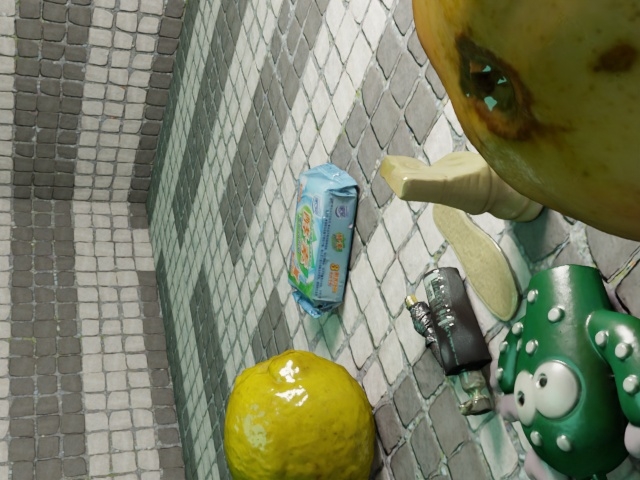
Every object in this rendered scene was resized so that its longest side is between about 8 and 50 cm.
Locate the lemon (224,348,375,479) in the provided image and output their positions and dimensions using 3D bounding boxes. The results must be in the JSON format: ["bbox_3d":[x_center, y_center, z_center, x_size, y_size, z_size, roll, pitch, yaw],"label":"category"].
[{"bbox_3d":[-0.034,0.355,1.266,0.316,0.285,0.285,65,152,7],"label":"lemon"}]

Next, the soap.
[{"bbox_3d":[0.000,0.000,1.419,0.156,0.077,0.293,-146,59,-63],"label":"soap"}]

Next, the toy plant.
[{"bbox_3d":[0.266,0.152,0.760,0.243,0.113,0.232,-104,29,-44],"label":"toy plant"}]

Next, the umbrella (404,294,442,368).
[{"bbox_3d":[0.166,0.136,1.080,0.037,0.040,0.144,-64,37,31],"label":"umbrella"}]

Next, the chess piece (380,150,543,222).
[{"bbox_3d":[0.171,-0.070,0.876,0.090,0.201,0.090,-178,90,-66],"label":"chess piece"}]

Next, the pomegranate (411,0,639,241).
[{"bbox_3d":[0.267,-0.194,0.478,0.411,0.412,0.411,-179,90,-67],"label":"pomegranate"}]

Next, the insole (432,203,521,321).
[{"bbox_3d":[0.212,0.014,1.013,0.247,0.011,0.081,-116,35,-47],"label":"insole"}]

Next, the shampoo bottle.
[{"bbox_3d":[0.190,0.138,0.995,0.057,0.064,0.207,112,150,-58],"label":"shampoo bottle"}]
